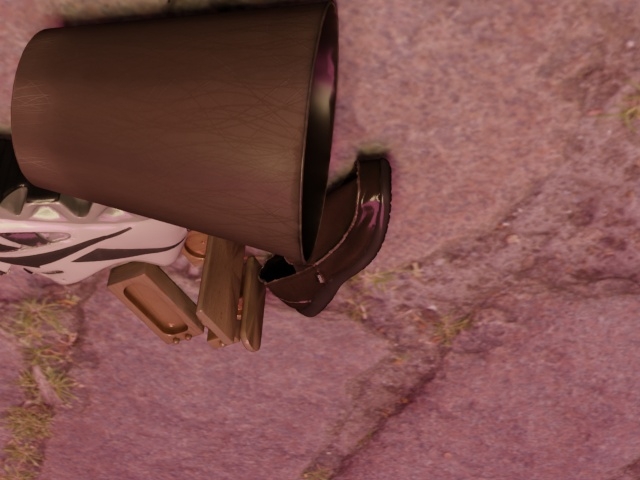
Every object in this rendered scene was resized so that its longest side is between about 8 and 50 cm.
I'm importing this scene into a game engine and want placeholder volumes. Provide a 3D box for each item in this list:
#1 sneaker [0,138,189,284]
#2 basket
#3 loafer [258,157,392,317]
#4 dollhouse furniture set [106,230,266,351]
[{"bbox_3d":[-0.282,-0.016,0.886,0.330,0.122,0.146,3,137,0],"label":"sneaker"},{"bbox_3d":[-0.110,-0.096,0.765,0.227,0.204,0.154,7,180,7],"label":"basket"},{"bbox_3d":[0.000,0.000,0.922,0.078,0.080,0.220,17,137,-16],"label":"loafer"},{"bbox_3d":[-0.138,0.081,0.987,0.151,0.123,0.144,-18,135,21],"label":"dollhouse furniture set"}]
